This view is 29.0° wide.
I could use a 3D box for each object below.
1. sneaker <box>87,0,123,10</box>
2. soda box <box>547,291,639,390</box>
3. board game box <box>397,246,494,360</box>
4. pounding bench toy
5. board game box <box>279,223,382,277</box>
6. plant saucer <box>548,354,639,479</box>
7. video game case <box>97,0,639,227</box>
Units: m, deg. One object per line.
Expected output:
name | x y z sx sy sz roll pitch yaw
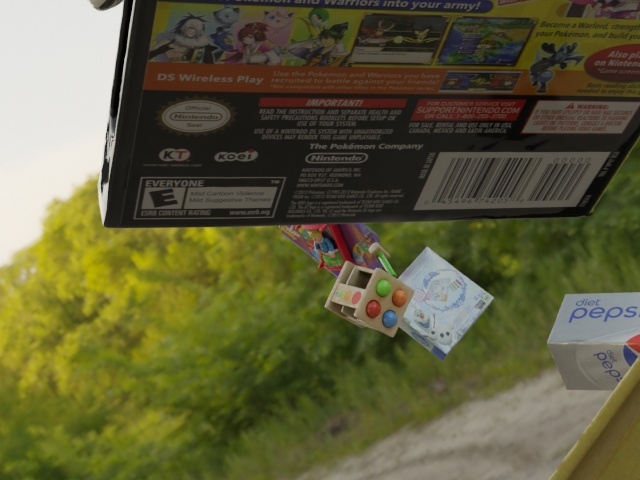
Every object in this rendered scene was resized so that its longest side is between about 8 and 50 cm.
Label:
sneaker | -0.245 -0.427 1.470 0.281 0.162 0.106 -54 3 13
soda box | 0.440 0.127 1.557 0.286 0.091 0.098 -3 39 33
board game box | 0.119 0.065 1.283 0.090 0.090 0.020 -45 -12 -29
pounding bench toy | 0.057 0.044 1.219 0.065 0.052 0.083 11 73 57
board game box | 0.000 0.000 1.582 0.033 0.168 0.133 -48 -7 -34
plant saucer | 0.359 0.146 0.860 0.333 0.333 0.081 -56 4 6
video game case | 0.047 -0.093 0.566 0.274 0.035 0.248 -2 -35 -17
